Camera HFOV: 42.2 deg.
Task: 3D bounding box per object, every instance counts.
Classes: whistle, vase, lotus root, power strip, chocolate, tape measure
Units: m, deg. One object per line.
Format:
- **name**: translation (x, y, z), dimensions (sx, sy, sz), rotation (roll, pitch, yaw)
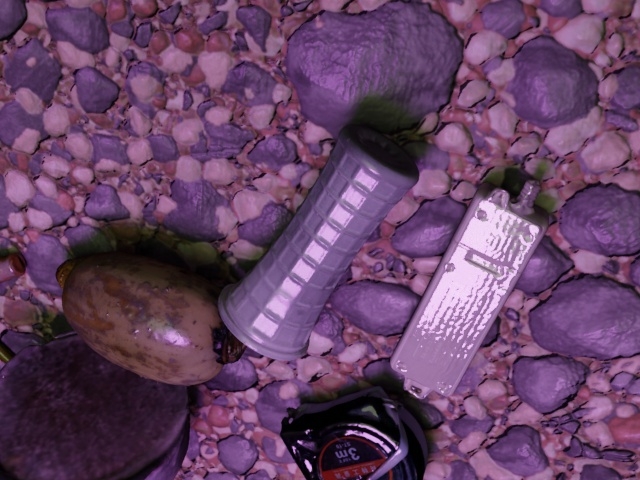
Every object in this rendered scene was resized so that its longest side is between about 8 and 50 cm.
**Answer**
- **whistle**: translation (-0.559, 0.066, 1.305), dimensions (0.220, 0.057, 0.107), rotation (-16, 100, 20)
- **vase**: translation (0.000, 0.000, 1.059), dimensions (0.143, 0.143, 0.299), rotation (36, 114, 1)
- **lotus root**: translation (-0.255, 0.103, 1.176), dimensions (0.309, 0.173, 0.173), rotation (16, 116, 20)
- **power strip**: translation (0.190, 0.061, 1.059), dimensions (0.098, 0.058, 0.338), rotation (27, 117, 7)
- **chocolate**: translation (-0.333, 0.302, 1.224), dimensions (0.303, 0.303, 0.213), rotation (14, 134, 12)
- **tape measure**: translation (0.059, 0.303, 1.174), dimensions (0.182, 0.107, 0.181), rotation (-18, 102, 24)

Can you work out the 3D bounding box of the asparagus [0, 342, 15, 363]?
- **asparagus**: translation (-0.498, 0.212, 1.364), dimensions (0.248, 0.024, 0.025), rotation (46, 160, -4)
